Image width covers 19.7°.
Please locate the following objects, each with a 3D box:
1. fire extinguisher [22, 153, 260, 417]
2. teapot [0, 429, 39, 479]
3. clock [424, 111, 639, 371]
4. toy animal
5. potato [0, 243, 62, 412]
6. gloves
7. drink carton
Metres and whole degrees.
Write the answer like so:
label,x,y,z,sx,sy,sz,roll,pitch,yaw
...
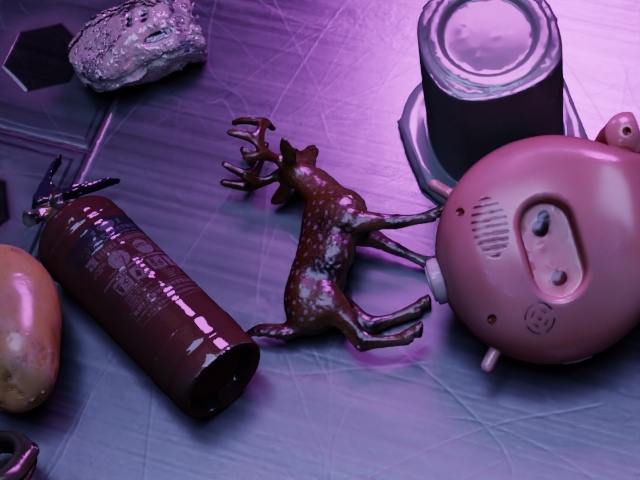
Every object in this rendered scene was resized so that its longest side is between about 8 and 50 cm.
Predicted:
label,x,y,z,sx,sy,sz,roll,pitch,yaw
fire extinguisher,-0.195,0.028,1.899,0.138,0.102,0.344,-26,57,-35
teapot,-0.403,0.250,1.772,0.269,0.173,0.182,-30,36,-21
clock,0.221,0.008,1.799,0.241,0.142,0.227,-15,82,2
toy animal,-0.001,-0.011,1.898,0.259,0.087,0.244,12,61,10
potato,-0.313,0.091,1.864,0.118,0.109,0.178,-31,55,20
gloves,-0.207,-0.227,2.053,0.153,0.070,0.114,-20,61,-2
drink carton,0.175,-0.151,1.900,0.191,0.190,0.185,-15,65,0
